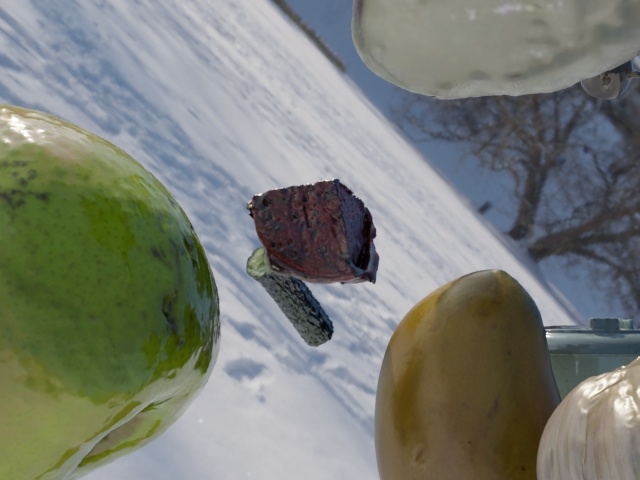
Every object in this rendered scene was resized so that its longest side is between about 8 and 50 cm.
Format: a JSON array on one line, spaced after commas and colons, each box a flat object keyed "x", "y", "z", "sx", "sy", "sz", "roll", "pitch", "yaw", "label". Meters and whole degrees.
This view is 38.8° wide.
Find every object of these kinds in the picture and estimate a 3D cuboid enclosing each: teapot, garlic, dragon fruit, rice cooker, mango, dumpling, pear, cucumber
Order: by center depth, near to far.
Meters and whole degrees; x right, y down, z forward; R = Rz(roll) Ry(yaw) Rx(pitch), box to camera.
[{"x": 0.180, "y": -0.283, "z": 0.688, "sx": 0.315, "sy": 0.395, "sz": 0.233, "roll": 30, "pitch": 4, "yaw": 26, "label": "dumpling"}, {"x": 0.295, "y": 0.176, "z": 0.783, "sx": 0.152, "sy": 0.228, "sz": 0.228, "roll": 67, "pitch": 17, "yaw": 17, "label": "garlic"}, {"x": -0.292, "y": 0.051, "z": 0.857, "sx": 0.391, "sy": 0.391, "sz": 0.391, "roll": 43, "pitch": 11, "yaw": -10, "label": "pear"}, {"x": 0.163, "y": 0.191, "z": 0.986, "sx": 0.173, "sy": 0.211, "sz": 0.317, "roll": 18, "pitch": 71, "yaw": -69, "label": "mango"}, {"x": 0.000, "y": 0.002, "z": 1.091, "sx": 0.161, "sy": 0.127, "sz": 0.121, "roll": 22, "pitch": 60, "yaw": -67, "label": "dragon fruit"}, {"x": 0.361, "y": 0.254, "z": 1.259, "sx": 0.264, "sy": 0.317, "sz": 0.317, "roll": 4, "pitch": 36, "yaw": -37, "label": "rice cooker"}, {"x": -0.042, "y": 0.077, "z": 1.271, "sx": 0.187, "sy": 0.058, "sz": 0.058, "roll": 56, "pitch": 1, "yaw": -42, "label": "cucumber"}, {"x": 0.441, "y": -0.273, "z": 1.414, "sx": 0.121, "sy": 0.076, "sz": 0.068, "roll": 33, "pitch": -24, "yaw": 21, "label": "teapot"}]
